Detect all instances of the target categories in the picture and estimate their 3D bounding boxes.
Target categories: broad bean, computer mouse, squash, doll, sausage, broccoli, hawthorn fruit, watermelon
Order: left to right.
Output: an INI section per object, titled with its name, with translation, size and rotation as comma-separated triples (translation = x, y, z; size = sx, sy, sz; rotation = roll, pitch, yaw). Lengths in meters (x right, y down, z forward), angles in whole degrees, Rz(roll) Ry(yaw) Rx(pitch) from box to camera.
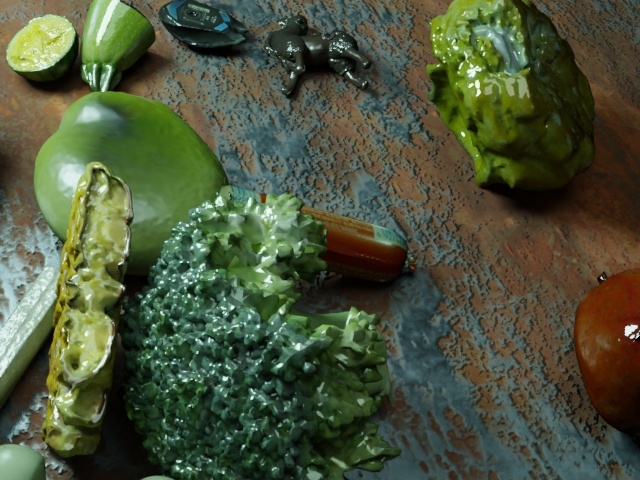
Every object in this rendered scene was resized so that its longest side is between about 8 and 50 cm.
[watermelon]
translation = -0.383, -0.260, 1.644
size = 0.105, 0.062, 0.106
rotation = -7, 54, 10
[squash]
translation = -0.302, -0.258, 1.646
size = 0.105, 0.105, 0.132
rotation = 19, 68, 12
[broad bean]
translation = -0.236, -0.074, 1.459
size = 0.238, 0.119, 0.291
rotation = -14, 53, -28
[computer mouse]
translation = -0.172, -0.309, 1.715
size = 0.135, 0.047, 0.079
rotation = 14, 42, -4
[broccoli]
translation = -0.063, 0.132, 1.201
size = 0.338, 0.277, 0.317
rotation = 26, 32, 7
[doll]
translation = -0.009, -0.275, 1.694
size = 0.139, 0.057, 0.165
rotation = -7, 45, -7
[sausage]
translation = 0.000, 0.000, 1.402
size = 0.263, 0.083, 0.083
rotation = 15, 45, -21
[hawthorn fruit]
translation = 0.365, 0.109, 1.303
size = 0.185, 0.185, 0.202
rotation = -13, 47, -15

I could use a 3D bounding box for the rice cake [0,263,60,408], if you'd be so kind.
[rice cake]
translation = -0.347, 0.128, 1.315
size = 0.052, 0.057, 0.256
rotation = 6, 46, 24

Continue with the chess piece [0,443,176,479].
[chess piece]
translation = -0.252, 0.250, 1.004
size = 0.330, 0.182, 0.182
rotation = 21, 49, -5

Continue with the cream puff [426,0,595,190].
[cream puff]
translation = 0.233, -0.184, 1.540
size = 0.281, 0.185, 0.282
rotation = 30, 48, -39

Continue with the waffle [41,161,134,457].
[waffle]
translation = -0.242, 0.077, 1.219
size = 0.065, 0.310, 0.283
rotation = 6, 16, -15
